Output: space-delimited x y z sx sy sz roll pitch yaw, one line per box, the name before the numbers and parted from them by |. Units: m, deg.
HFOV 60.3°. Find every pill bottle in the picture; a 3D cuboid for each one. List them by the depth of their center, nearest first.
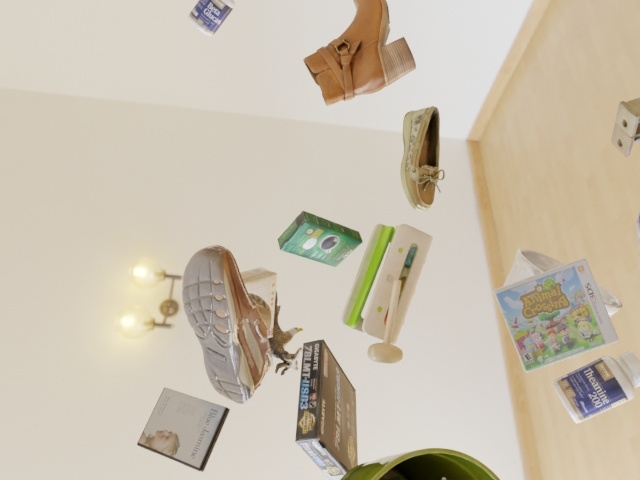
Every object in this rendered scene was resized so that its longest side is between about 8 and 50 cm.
pill bottle | 0.405 0.209 0.795 0.067 0.120 0.067 53 -165 -20
pill bottle | -0.318 -0.716 1.676 0.169 0.094 0.094 -46 21 19

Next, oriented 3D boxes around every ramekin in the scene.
ramekin | 0.606 0.146 1.420 0.277 0.277 0.135 -99 32 -68

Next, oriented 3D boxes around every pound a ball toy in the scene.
pound a ball toy | 0.179 0.127 1.294 0.208 0.135 0.319 3 72 66

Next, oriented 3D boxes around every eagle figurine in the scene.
eagle figurine | -0.171 0.342 2.028 0.226 0.225 0.298 -47 63 20

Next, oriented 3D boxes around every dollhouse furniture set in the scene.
dollhouse furniture set | 0.802 -0.243 1.290 0.129 0.129 0.184 70 -179 -49

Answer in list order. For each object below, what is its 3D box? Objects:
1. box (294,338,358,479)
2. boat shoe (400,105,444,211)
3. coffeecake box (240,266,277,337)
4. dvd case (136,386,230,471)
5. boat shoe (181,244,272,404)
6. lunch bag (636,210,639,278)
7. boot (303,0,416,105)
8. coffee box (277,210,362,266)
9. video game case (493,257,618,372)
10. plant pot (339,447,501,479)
box | 0.026 0.475 1.515 0.296 0.073 0.293 -87 -22 -46
boat shoe | 0.282 -0.222 1.504 0.089 0.104 0.285 -6 87 49
coffeecake box | -0.191 0.178 1.446 0.142 0.068 0.186 -13 -66 -50
dvd case | -0.398 0.540 1.591 0.022 0.253 0.180 56 -131 -49
boat shoe | -0.151 0.137 0.960 0.116 0.123 0.324 -38 -42 -40
lunch bag | 0.991 0.034 1.502 0.239 0.385 0.328 8 124 45
boot | 0.064 -0.447 1.251 0.109 0.220 0.283 48 -161 -74
coffee box | 0.000 0.000 1.343 0.113 0.184 0.040 -47 42 31
video game case | 0.519 0.165 1.219 0.023 0.212 0.193 29 -140 -83
plant pot | 0.173 0.617 1.166 0.353 0.366 0.367 135 141 -69
